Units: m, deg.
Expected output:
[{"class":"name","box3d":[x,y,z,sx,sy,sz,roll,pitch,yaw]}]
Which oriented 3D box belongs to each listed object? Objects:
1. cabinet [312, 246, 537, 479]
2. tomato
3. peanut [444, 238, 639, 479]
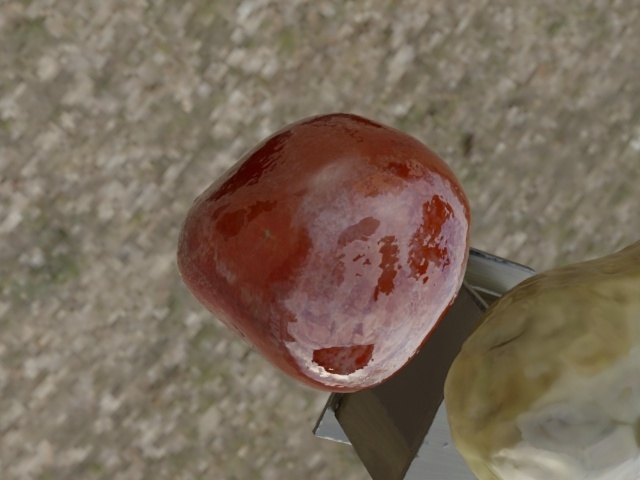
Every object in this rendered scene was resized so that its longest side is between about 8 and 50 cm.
[{"class":"cabinet","box3d":[0.122,0.135,1.392,0.148,0.175,0.215,18,107,-26]},{"class":"tomato","box3d":[0.000,0.000,1.029,0.187,0.187,0.151,-58,152,13]},{"class":"peanut","box3d":[0.143,0.041,0.687,0.229,0.103,0.098,-23,110,-33]}]
